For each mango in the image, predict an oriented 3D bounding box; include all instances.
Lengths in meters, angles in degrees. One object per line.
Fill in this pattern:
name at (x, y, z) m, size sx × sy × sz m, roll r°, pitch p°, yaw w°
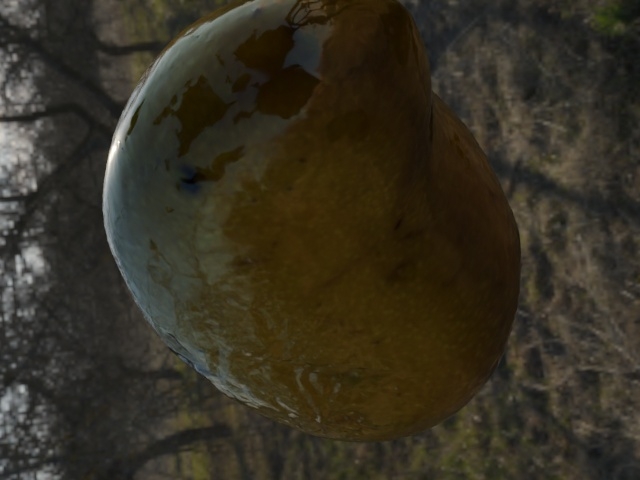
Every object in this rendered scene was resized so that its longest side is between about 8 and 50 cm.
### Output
mango at (0.000, -0.004, 0.447) m, size 0.295 × 0.177 × 0.120 m, roll 70°, pitch -167°, yaw -50°
